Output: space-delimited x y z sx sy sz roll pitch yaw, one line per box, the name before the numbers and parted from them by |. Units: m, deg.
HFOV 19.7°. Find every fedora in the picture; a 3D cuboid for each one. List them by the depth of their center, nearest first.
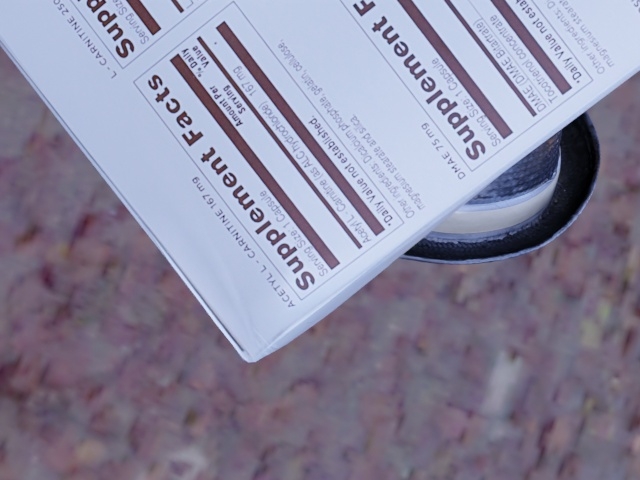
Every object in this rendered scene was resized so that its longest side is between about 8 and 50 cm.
fedora | 0.085 -0.137 1.522 0.334 0.334 0.152 -29 152 -34

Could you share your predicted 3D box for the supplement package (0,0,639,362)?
supplement package | 0.033 -0.097 0.502 0.203 0.194 0.149 -37 90 13
